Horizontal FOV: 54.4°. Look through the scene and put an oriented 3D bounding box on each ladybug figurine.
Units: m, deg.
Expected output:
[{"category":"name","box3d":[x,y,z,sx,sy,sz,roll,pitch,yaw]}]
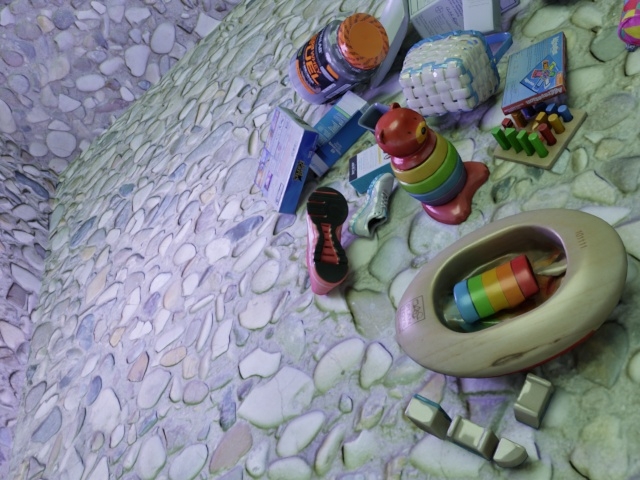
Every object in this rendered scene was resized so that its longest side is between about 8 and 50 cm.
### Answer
[{"category":"ladybug figurine","box3d":[0.346,0.115,1.158,0.449,0.162,0.305,-25,43,27]}]

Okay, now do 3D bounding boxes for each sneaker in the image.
[{"category":"sneaker","box3d":[0.153,-0.087,1.625,0.083,0.071,0.191,24,84,46]},{"category":"sneaker","box3d":[-0.001,0.000,1.635,0.136,0.115,0.314,119,157,-54]}]

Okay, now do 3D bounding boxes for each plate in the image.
[{"category":"plate","box3d":[0.224,-0.664,1.986,0.277,0.045,0.278,116,163,-48]}]

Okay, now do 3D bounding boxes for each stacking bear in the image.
[{"category":"stacking bear","box3d":[0.234,-0.191,1.438,0.164,0.289,0.175,11,66,49]}]

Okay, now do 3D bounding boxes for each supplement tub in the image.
[{"category":"supplement tub","box3d":[0.055,-0.572,1.969,0.338,0.207,0.207,-14,46,61]}]

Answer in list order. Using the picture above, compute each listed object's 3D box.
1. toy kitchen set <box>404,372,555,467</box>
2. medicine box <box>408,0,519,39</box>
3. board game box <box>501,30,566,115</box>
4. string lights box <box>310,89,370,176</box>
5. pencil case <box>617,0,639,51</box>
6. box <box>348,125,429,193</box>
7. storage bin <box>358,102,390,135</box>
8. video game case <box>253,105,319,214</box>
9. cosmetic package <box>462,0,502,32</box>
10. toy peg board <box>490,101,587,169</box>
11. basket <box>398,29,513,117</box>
[{"category":"toy kitchen set","box3d":[0.290,0.297,1.122,0.207,0.122,0.166,20,72,31]},{"category":"medicine box","box3d":[0.420,-0.760,1.879,0.289,0.149,0.264,-23,44,29]},{"category":"board game box","box3d":[0.520,-0.408,1.509,0.145,0.027,0.281,-20,31,35]},{"category":"string lights box","box3d":[0.044,-0.334,1.939,0.259,0.077,0.133,-45,37,5]},{"category":"pencil case","box3d":[0.740,-0.545,1.409,0.104,0.104,0.236,-2,59,45]},{"category":"box","box3d":[0.192,-0.225,1.704,0.244,0.060,0.101,-25,42,28]},{"category":"storage bin","box3d":[0.190,-0.327,1.772,0.098,0.091,0.135,-50,37,-2]},{"category":"video game case","box3d":[-0.110,-0.252,1.938,0.244,0.061,0.270,49,126,53]},{"category":"cosmetic package","box3d":[0.429,-0.669,1.665,0.085,0.231,0.117,-3,12,28]},{"category":"toy peg board","box3d":[0.486,-0.261,1.423,0.161,0.079,0.161,-54,37,-7]},{"category":"basket","box3d":[0.345,-0.451,1.640,0.254,0.201,0.289,0,44,40]}]
